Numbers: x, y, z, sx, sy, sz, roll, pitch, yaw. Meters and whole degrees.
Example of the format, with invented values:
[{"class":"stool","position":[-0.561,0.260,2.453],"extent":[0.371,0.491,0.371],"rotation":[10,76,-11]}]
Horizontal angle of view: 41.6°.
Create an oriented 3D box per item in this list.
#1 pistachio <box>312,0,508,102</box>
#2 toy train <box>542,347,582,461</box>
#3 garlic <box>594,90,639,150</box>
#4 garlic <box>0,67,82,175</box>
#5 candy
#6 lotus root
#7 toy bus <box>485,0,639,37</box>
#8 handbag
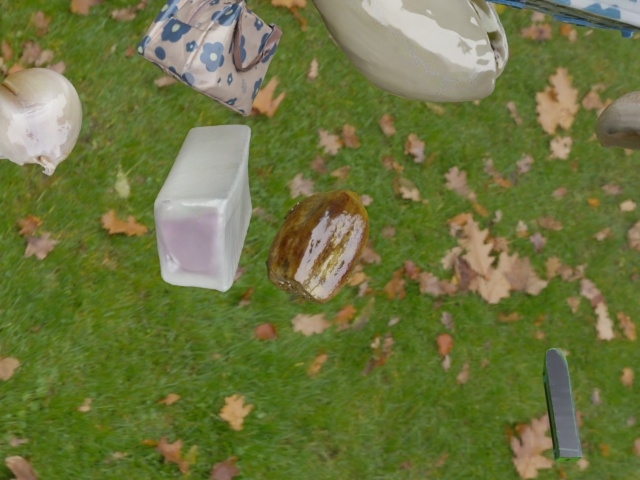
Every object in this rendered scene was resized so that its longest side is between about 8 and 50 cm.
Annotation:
[{"class":"pistachio","position":[0.126,-0.326,1.219],"extent":[0.332,0.226,0.208],"rotation":[46,45,3]},{"class":"toy train","position":[0.450,0.309,1.591],"extent":[0.044,0.042,0.209],"rotation":[2,62,-5]},{"class":"garlic","position":[0.524,-0.192,1.377],"extent":[0.101,0.195,0.087],"rotation":[47,64,-34]},{"class":"garlic","position":[-0.571,-0.244,1.639],"extent":[0.217,0.110,0.228],"rotation":[-40,72,-18]},{"class":"candy","position":[-0.222,-0.075,1.668],"extent":[0.144,0.208,0.359],"rotation":[4,32,2]},{"class":"lotus root","position":[-0.005,0.003,1.838],"extent":[0.193,0.193,0.291],"rotation":[39,58,-14]},{"class":"toy bus","position":[0.294,-0.311,0.986],"extent":[0.297,0.131,0.106],"rotation":[0,107,-39]},{"class":"handbag","position":[-0.198,-0.371,1.596],"extent":[0.190,0.251,0.193],"rotation":[36,98,18]}]
